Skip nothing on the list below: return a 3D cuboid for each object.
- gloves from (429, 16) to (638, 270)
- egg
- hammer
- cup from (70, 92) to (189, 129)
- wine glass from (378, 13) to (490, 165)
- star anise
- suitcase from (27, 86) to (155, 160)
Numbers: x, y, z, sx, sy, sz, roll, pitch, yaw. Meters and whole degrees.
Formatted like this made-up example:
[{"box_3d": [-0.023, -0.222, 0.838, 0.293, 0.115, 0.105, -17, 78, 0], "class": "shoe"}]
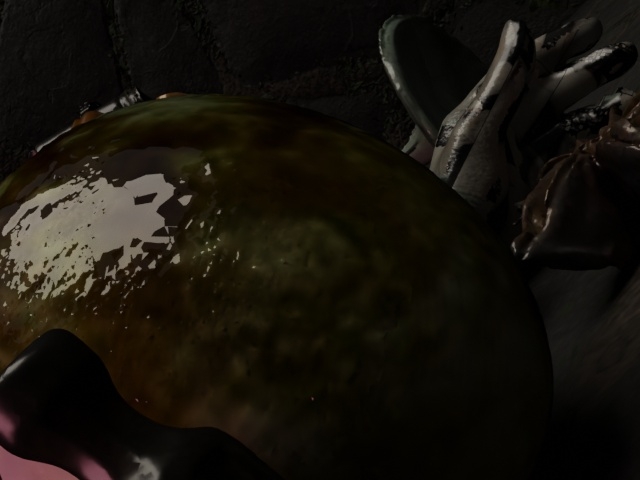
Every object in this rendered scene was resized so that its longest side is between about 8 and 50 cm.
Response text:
[{"box_3d": [0.140, -0.069, 0.831, 0.212, 0.127, 0.111, -60, 15, -19], "class": "gloves"}, {"box_3d": [-0.037, 0.056, 0.484, 0.238, 0.238, 0.289, -47, 23, -26], "class": "egg"}, {"box_3d": [-0.118, 0.222, 0.441, 0.440, 0.168, 0.044, -55, -7, 35], "class": "hammer"}, {"box_3d": [-0.038, 0.009, 0.714, 0.182, 0.264, 0.226, 128, 159, -51], "class": "cup"}, {"box_3d": [0.000, 0.000, 1.084, 0.406, 0.267, 0.267, -39, 5, 30], "class": "wine glass"}, {"box_3d": [0.180, -0.046, 0.639, 0.172, 0.063, 0.208, -41, -1, 11], "class": "star anise"}, {"box_3d": [-0.171, 0.018, 1.425, 0.194, 0.434, 0.283, -32, 2, 0], "class": "suitcase"}]
